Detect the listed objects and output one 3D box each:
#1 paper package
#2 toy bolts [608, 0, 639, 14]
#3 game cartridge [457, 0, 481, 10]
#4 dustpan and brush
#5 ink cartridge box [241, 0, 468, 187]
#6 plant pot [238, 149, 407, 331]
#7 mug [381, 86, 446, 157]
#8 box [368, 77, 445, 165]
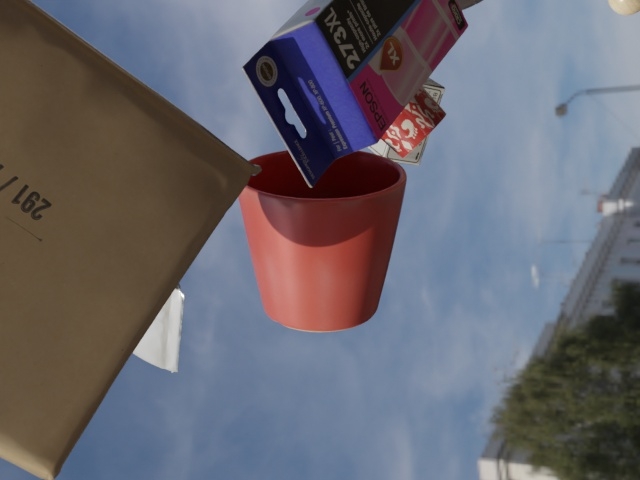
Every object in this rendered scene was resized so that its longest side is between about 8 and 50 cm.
[{"bbox_3d":[-0.274,-0.026,0.763,0.325,0.168,0.309,36,-101,-24],"label":"paper package"},{"bbox_3d":[0.551,-0.367,1.515,0.158,0.228,0.218,-59,-12,-11],"label":"toy bolts"},{"bbox_3d":[0.148,-0.421,1.677,0.297,0.198,0.062,-27,-65,-40],"label":"game cartridge"},{"bbox_3d":[-0.274,0.081,1.317,0.060,0.211,0.147,-57,-19,-56],"label":"dustpan and brush"},{"bbox_3d":[0.058,-0.247,1.210,0.371,0.069,0.175,-51,-56,-35],"label":"ink cartridge box"},{"bbox_3d":[0.000,0.000,1.577,0.275,0.275,0.243,-40,-45,-56],"label":"plant pot"},{"bbox_3d":[0.104,-0.222,1.398,0.169,0.113,0.150,45,-109,-2],"label":"mug"},{"bbox_3d":[0.126,-0.284,1.962,0.087,0.290,0.169,6,-66,-28],"label":"box"}]
